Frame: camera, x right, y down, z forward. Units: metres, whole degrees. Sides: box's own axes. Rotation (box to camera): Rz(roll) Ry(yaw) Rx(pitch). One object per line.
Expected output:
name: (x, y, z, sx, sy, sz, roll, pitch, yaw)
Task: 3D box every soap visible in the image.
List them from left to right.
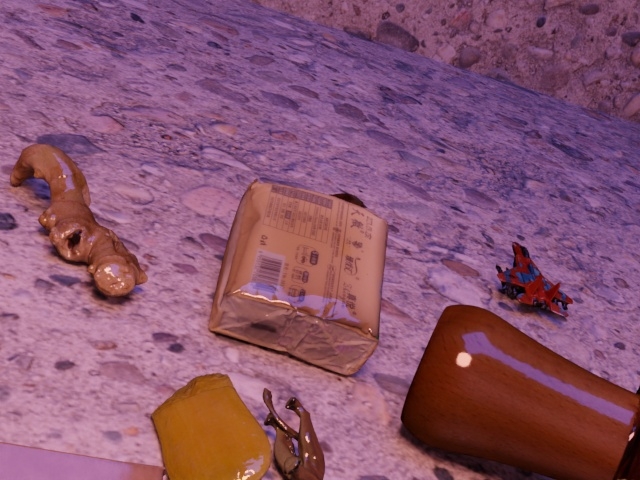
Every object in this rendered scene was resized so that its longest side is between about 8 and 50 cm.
soap: (-0.102, 0.166, 0.837, 0.089, 0.033, 0.168, -21, 35, -17)

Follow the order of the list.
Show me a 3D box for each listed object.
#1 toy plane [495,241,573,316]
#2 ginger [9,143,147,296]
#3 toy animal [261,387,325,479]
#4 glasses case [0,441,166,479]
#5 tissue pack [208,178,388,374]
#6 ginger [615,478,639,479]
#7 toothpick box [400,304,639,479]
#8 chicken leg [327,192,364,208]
toy plane: (0.316, 0.056, 1.469, 0.130, 0.061, 0.189, 17, 19, -13)
ginger: (-0.282, -0.026, 1.078, 0.089, 0.075, 0.288, -7, 41, -42)
toy animal: (-0.023, 0.200, 0.829, 0.086, 0.069, 0.220, 31, 19, -36)
glasses case: (-0.207, 0.201, 0.662, 0.193, 0.070, 0.102, 15, 52, -24)
tissue pack: (-0.019, 0.034, 1.103, 0.186, 0.090, 0.222, 18, 38, -9)
ginger: (0.276, 0.288, 0.816, 0.216, 0.157, 0.102, 38, 1, 22)
toothpick box: (0.240, 0.180, 0.968, 0.294, 0.192, 0.192, 23, 22, 12)
chicken leg: (0.008, 0.001, 1.289, 0.125, 0.080, 0.196, 11, 31, -3)
